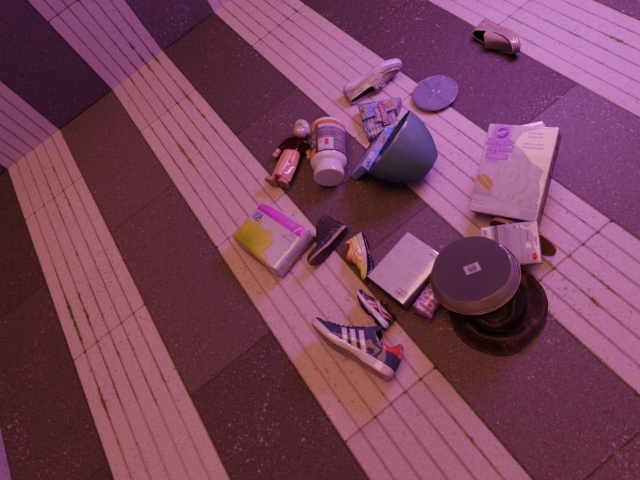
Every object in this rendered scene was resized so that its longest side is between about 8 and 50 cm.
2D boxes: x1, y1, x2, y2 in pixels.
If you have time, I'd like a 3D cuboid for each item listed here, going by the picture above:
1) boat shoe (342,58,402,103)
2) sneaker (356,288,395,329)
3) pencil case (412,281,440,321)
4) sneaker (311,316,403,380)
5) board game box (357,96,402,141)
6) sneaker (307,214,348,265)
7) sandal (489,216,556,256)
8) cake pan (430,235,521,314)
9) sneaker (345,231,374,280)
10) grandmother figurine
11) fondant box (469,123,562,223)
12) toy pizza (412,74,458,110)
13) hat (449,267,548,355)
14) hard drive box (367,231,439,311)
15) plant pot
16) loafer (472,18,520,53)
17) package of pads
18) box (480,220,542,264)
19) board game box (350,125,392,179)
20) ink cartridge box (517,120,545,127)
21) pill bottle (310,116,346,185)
[{"bbox_3d":[0.254,-0.743,2.189,0.302,0.109,0.094,-27,73,15],"label":"boat shoe"},{"bbox_3d":[0.206,0.245,1.710,0.077,0.072,0.178,-34,65,-14],"label":"sneaker"},{"bbox_3d":[0.414,0.187,1.644,0.088,0.086,0.206,38,85,-6],"label":"pencil case"},{"bbox_3d":[0.134,0.345,1.649,0.350,0.131,0.148,29,69,23],"label":"sneaker"},{"bbox_3d":[0.284,-0.561,2.095,0.194,0.060,0.194,-18,59,11],"label":"board game box"},{"bbox_3d":[0.000,0.000,1.892,0.118,0.083,0.222,34,69,27],"label":"sneaker"},{"bbox_3d":[0.732,-0.035,1.652,0.240,0.088,0.079,29,54,26],"label":"sandal"},{"bbox_3d":[0.503,0.103,1.538,0.293,0.054,0.293,-15,50,19],"label":"cake pan"},{"bbox_3d":[0.149,0.072,1.811,0.094,0.081,0.208,-21,52,16],"label":"sneaker"},{"bbox_3d":[-0.128,-0.407,2.141,0.208,0.104,0.342,14,72,16],"label":"grandmother figurine"},{"bbox_3d":[0.699,-0.242,1.675,0.238,0.096,0.330,14,91,35],"label":"fondant box"},{"bbox_3d":[0.513,-0.657,2.081,0.201,0.032,0.201,-9,61,16],"label":"toy pizza"},{"bbox_3d":[0.589,0.206,1.547,0.331,0.134,0.331,-9,61,16],"label":"hat"},{"bbox_3d":[0.320,0.113,1.715,0.232,0.089,0.181,-46,59,-7],"label":"hard drive box"},{"bbox_3d":[0.351,-0.343,1.861,0.195,0.290,0.290,32,75,-5],"label":"plant pot"},{"bbox_3d":[0.783,-0.896,2.076,0.092,0.102,0.268,-34,49,2],"label":"loafer"},{"bbox_3d":[-0.203,-0.009,1.956,0.296,0.101,0.229,33,78,31],"label":"package of pads"},{"bbox_3d":[0.657,0.016,1.604,0.186,0.038,0.145,-8,78,31],"label":"box"},{"bbox_3d":[0.214,-0.368,1.969,0.039,0.160,0.211,33,75,-8],"label":"board game box"},{"bbox_3d":[0.802,-0.377,1.766,0.092,0.143,0.090,-11,61,15],"label":"ink cartridge box"},{"bbox_3d":[0.034,-0.388,2.035,0.162,0.162,0.278,-9,61,15],"label":"pill bottle"}]
